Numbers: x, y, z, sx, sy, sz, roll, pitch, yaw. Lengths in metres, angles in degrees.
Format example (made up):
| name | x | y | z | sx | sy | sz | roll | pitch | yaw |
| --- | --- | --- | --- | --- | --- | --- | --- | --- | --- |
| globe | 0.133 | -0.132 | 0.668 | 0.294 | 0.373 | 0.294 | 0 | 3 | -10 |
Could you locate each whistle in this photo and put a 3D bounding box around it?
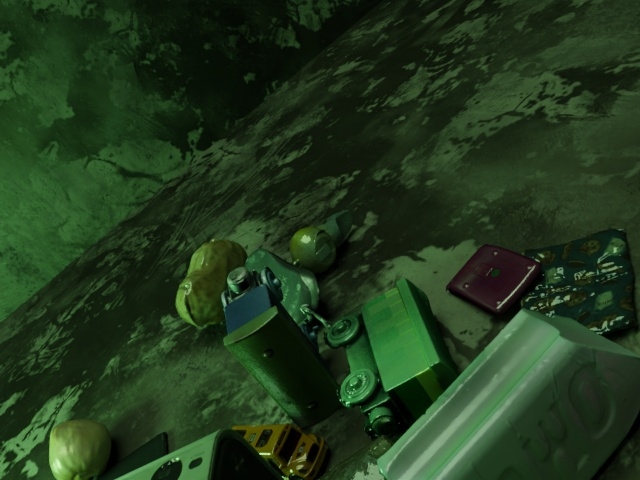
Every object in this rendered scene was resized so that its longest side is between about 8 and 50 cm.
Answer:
| name | x | y | z | sx | sy | sz | roll | pitch | yaw |
| --- | --- | --- | --- | --- | --- | --- | --- | --- | --- |
| whistle | 0.000 | 0.000 | 1.699 | 0.122 | 0.123 | 0.223 | -3 | 35 | 48 |

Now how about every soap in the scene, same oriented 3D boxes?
| name | x | y | z | sx | sy | sz | roll | pitch | yaw |
| --- | --- | --- | --- | --- | --- | --- | --- | --- | --- |
| soap | 0.260 | 0.243 | 0.873 | 0.347 | 0.208 | 0.115 | -42 | 29 | -14 |

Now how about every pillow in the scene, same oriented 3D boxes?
| name | x | y | z | sx | sy | sz | roll | pitch | yaw |
| --- | --- | --- | --- | --- | --- | --- | --- | --- | --- |
| pillow | 0.427 | 0.078 | 1.149 | 0.188 | 0.034 | 0.256 | -18 | 30 | 29 |

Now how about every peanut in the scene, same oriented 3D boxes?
| name | x | y | z | sx | sy | sz | roll | pitch | yaw |
| --- | --- | --- | --- | --- | --- | --- | --- | --- | --- |
| peanut | -0.281 | 0.113 | 1.800 | 0.340 | 0.158 | 0.174 | -79 | 10 | -50 |

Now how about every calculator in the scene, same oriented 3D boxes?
| name | x | y | z | sx | sy | sz | roll | pitch | yaw |
| --- | --- | --- | --- | --- | --- | --- | --- | --- | --- |
| calculator | 0.314 | 0.065 | 1.262 | 0.127 | 0.034 | 0.190 | -47 | 20 | -6 |

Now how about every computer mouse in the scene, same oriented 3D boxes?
| name | x | y | z | sx | sy | sz | roll | pitch | yaw |
| --- | --- | --- | --- | --- | --- | --- | --- | --- | --- |
| computer mouse | -0.070 | 0.134 | 1.575 | 0.379 | 0.090 | 0.167 | 28 | 100 | 49 |

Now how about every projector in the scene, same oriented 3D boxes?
| name | x | y | z | sx | sy | sz | roll | pitch | yaw |
| --- | --- | --- | --- | --- | --- | --- | --- | --- | --- |
| projector | -0.186 | 0.463 | 1.000 | 0.249 | 0.248 | 0.249 | -28 | 28 | 16 |

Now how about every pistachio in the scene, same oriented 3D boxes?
| name | x | y | z | sx | sy | sz | roll | pitch | yaw |
| --- | --- | --- | --- | --- | --- | --- | --- | --- | --- |
| pistachio | -0.540 | 0.465 | 1.542 | 0.117 | 0.145 | 0.200 | -35 | 15 | 4 |

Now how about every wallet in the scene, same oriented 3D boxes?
| name | x | y | z | sx | sy | sz | roll | pitch | yaw |
| --- | --- | --- | --- | --- | --- | --- | --- | --- | --- |
| wallet | -0.409 | 0.543 | 1.377 | 0.247 | 0.041 | 0.323 | -35 | 21 | -1 |

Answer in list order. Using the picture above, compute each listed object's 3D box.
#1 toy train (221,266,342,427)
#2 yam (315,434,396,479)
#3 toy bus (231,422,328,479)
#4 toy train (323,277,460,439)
| name | x | y | z | sx | sy | sz | roll | pitch | yaw |
| --- | --- | --- | --- | --- | --- | --- | --- | --- | --- |
| toy train | -0.079 | 0.194 | 1.272 | 0.131 | 0.300 | 0.202 | -31 | 34 | 6 |
| yam | 0.053 | 0.388 | 0.962 | 0.254 | 0.154 | 0.154 | -40 | 26 | -2 |
| toy bus | -0.085 | 0.374 | 1.208 | 0.194 | 0.088 | 0.083 | -14 | 32 | 38 |
| toy train | 0.125 | 0.207 | 1.197 | 0.202 | 0.120 | 0.301 | -29 | 27 | 9 |
